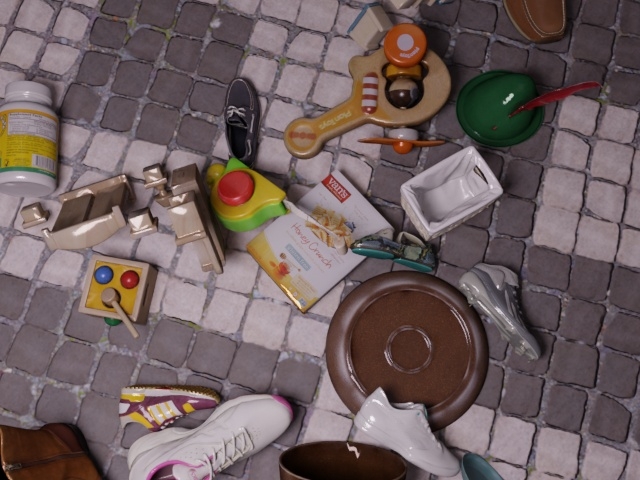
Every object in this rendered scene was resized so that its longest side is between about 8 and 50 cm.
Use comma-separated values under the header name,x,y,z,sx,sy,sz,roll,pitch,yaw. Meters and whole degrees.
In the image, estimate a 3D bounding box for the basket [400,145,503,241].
name,x,y,z,sx,sy,sz,roll,pitch,yaw
basket,0.244,-0.084,1.313,0.167,0.103,0.113,-29,78,-7

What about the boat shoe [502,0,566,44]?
name,x,y,z,sx,sy,sz,roll,pitch,yaw
boat shoe,0.439,-0.571,1.420,0.122,0.120,0.324,-11,77,-2

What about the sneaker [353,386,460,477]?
name,x,y,z,sx,sy,sz,roll,pitch,yaw
sneaker,0.168,0.333,1.195,0.212,0.080,0.094,31,89,-9

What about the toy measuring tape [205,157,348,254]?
name,x,y,z,sx,sy,sz,roll,pitch,yaw
toy measuring tape,-0.103,-0.041,1.257,0.330,0.121,0.121,36,79,25

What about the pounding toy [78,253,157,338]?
name,x,y,z,sx,sy,sz,roll,pitch,yaw
pounding toy,-0.372,0.107,1.270,0.130,0.100,0.141,9,77,3

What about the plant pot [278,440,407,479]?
name,x,y,z,sx,sy,sz,roll,pitch,yaw
plant pot,0.033,0.483,1.143,0.215,0.215,0.231,2,92,1

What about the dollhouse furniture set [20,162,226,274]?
name,x,y,z,sx,sy,sz,roll,pitch,yaw
dollhouse furniture set,-0.366,0.010,1.235,0.355,0.303,0.174,-18,115,-3

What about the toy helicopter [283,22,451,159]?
name,x,y,z,sx,sy,sz,roll,pitch,yaw
toy helicopter,0.096,-0.250,1.361,0.354,0.140,0.235,-27,87,5

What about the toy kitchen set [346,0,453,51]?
name,x,y,z,sx,sy,sz,roll,pitch,yaw
toy kitchen set,0.163,-0.505,1.437,0.207,0.166,0.122,-24,75,-43

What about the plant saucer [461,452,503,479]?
name,x,y,z,sx,sy,sz,roll,pitch,yaw
plant saucer,0.286,0.428,1.194,0.119,0.119,0.021,45,110,10

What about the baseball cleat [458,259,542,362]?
name,x,y,z,sx,sy,sz,roll,pitch,yaw
baseball cleat,0.357,0.123,1.280,0.109,0.072,0.206,-40,85,-18

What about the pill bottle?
name,x,y,z,sx,sy,sz,roll,pitch,yaw
pill bottle,-0.574,-0.199,1.335,0.117,0.117,0.209,-3,77,-1

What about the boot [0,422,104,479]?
name,x,y,z,sx,sy,sz,roll,pitch,yaw
boot,-0.413,0.411,1.104,0.096,0.280,0.264,-24,78,-5

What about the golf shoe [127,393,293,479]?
name,x,y,z,sx,sy,sz,roll,pitch,yaw
golf shoe,-0.185,0.368,1.178,0.306,0.140,0.115,-23,111,-2

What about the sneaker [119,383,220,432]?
name,x,y,z,sx,sy,sz,roll,pitch,yaw
sneaker,-0.274,0.308,1.244,0.185,0.069,0.084,2,85,7

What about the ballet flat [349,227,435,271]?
name,x,y,z,sx,sy,sz,roll,pitch,yaw
ballet flat,0.136,0.010,1.285,0.188,0.070,0.070,16,74,-31

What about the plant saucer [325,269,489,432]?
name,x,y,z,sx,sy,sz,roll,pitch,yaw
plant saucer,0.164,0.204,1.274,0.310,0.050,0.311,0,77,-1

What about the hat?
name,x,y,z,sx,sy,sz,roll,pitch,yaw
hat,0.379,-0.295,1.321,0.208,0.183,0.173,-20,77,-5

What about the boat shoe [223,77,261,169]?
name,x,y,z,sx,sy,sz,roll,pitch,yaw
boat shoe,-0.158,-0.240,1.370,0.075,0.065,0.206,-2,76,-1

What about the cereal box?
name,x,y,z,sx,sy,sz,roll,pitch,yaw
cereal box,0.000,0.000,1.321,0.240,0.047,0.173,-42,80,-9
